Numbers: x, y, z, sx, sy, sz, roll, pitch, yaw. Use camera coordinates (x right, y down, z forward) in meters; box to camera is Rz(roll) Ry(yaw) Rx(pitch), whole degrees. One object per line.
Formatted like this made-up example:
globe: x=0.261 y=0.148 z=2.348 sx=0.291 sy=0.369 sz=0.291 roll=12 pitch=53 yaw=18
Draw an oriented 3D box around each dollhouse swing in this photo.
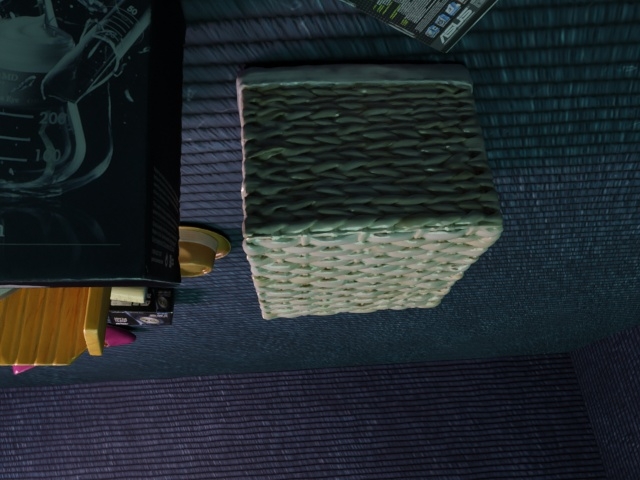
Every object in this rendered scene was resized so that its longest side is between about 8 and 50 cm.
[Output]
dollhouse swing: x=-0.625 y=0.085 z=0.872 sx=0.346 sy=0.315 sz=0.305 roll=5 pitch=164 yaw=-17

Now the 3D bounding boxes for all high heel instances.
high heel: x=-0.861 y=0.390 z=1.559 sx=0.377 sy=0.181 sz=0.127 roll=11 pitch=151 yaw=-28

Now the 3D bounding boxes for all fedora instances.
fedora: x=-0.306 y=0.034 z=1.016 sx=0.194 sy=0.079 sz=0.194 roll=-3 pitch=154 yaw=-1

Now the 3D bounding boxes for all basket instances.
basket: x=0.053 y=-0.055 z=0.673 sx=0.331 sy=0.267 sz=0.328 roll=-4 pitch=154 yaw=-4

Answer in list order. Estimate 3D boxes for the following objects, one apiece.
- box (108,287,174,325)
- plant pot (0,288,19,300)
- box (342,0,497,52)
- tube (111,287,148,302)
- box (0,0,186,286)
box: x=-0.539 y=0.201 z=1.331 sx=0.180 sy=0.078 sz=0.147 roll=5 pitch=154 yaw=-18
plant pot: x=-0.510 y=-0.072 z=0.595 sx=0.263 sy=0.263 sz=0.229 roll=-12 pitch=143 yaw=16
box: x=0.119 y=-0.315 z=0.374 sx=0.216 sy=0.060 sz=0.270 roll=12 pitch=150 yaw=-27
tube: x=-0.605 y=0.132 z=1.208 sx=0.240 sy=0.062 sz=0.070 roll=8 pitch=112 yaw=-13
box: x=-0.312 y=-0.112 z=0.402 sx=0.343 sy=0.313 sz=0.179 roll=-1 pitch=173 yaw=-9
